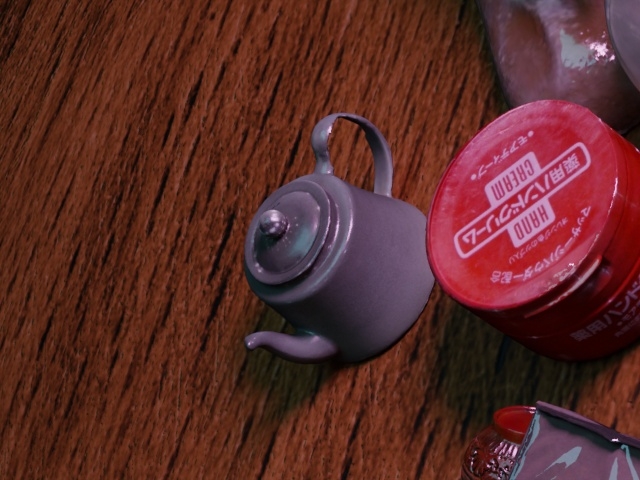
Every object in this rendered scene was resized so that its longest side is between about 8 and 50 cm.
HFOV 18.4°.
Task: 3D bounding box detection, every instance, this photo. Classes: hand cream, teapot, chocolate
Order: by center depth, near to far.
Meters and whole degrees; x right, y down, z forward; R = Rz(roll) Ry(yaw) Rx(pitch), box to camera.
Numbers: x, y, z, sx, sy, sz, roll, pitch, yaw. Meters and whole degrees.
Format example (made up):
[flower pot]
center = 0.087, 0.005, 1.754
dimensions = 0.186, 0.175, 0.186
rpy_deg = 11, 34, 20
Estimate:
[hand cream]
center = 0.193, -0.006, 1.600
dimensions = 0.193, 0.125, 0.193
rpy_deg = -23, 53, 34
[chocolate]
center = 0.205, -0.199, 1.725
dimensions = 0.161, 0.083, 0.261
rpy_deg = -36, 49, 23
[teapot]
center = 0.000, 0.000, 1.766
dimensions = 0.162, 0.149, 0.239
rpy_deg = 9, 74, 48

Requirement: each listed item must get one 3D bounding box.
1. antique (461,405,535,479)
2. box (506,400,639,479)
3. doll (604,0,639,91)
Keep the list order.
[antique]
center = 0.159, 0.184, 1.541
dimensions = 0.104, 0.104, 0.104
rpy_deg = -23, 52, 33
[box]
center = 0.214, 0.265, 1.399
dimensions = 0.188, 0.153, 0.252
rpy_deg = 17, 80, 48
[doll]
center = 0.350, -0.205, 1.545
dimensions = 0.251, 0.221, 0.221
rpy_deg = 137, 145, -59
